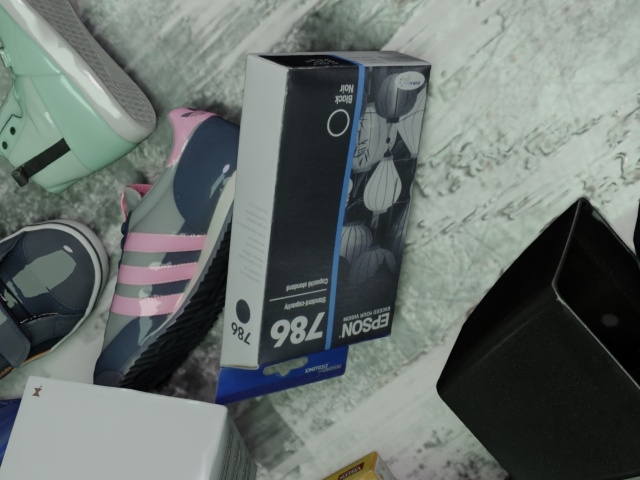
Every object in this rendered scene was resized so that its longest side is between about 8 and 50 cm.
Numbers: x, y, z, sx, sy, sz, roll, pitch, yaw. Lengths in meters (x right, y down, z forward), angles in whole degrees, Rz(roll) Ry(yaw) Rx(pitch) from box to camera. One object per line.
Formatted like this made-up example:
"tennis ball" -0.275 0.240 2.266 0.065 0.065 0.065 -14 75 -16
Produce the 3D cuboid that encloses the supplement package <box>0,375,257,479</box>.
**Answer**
"supplement package" -0.180 0.244 1.010 0.194 0.203 0.149 7 64 9

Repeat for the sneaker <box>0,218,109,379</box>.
"sneaker" -0.356 0.098 1.062 0.321 0.127 0.126 -34 97 17

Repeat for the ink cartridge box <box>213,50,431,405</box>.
"ink cartridge box" 0.000 0.000 0.942 0.065 0.165 0.332 29 119 44

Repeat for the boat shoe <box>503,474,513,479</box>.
"boat shoe" 0.188 0.267 1.007 0.324 0.116 0.096 -8 89 0

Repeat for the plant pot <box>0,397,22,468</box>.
"plant pot" -0.395 0.307 1.087 0.212 0.236 0.235 1 108 18

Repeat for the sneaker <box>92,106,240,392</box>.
"sneaker" -0.152 0.017 1.020 0.131 0.112 0.319 41 112 18

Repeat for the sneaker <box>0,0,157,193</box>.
"sneaker" -0.287 -0.161 0.980 0.151 0.094 0.256 -34 97 22

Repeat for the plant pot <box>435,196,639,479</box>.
"plant pot" 0.213 0.107 0.931 0.167 0.187 0.188 -37 98 31

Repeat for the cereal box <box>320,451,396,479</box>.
"cereal box" 0.053 0.359 1.106 0.173 0.047 0.240 -32 100 18

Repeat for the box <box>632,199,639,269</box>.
"box" 0.423 -0.128 0.788 0.294 0.212 0.395 8 108 8
